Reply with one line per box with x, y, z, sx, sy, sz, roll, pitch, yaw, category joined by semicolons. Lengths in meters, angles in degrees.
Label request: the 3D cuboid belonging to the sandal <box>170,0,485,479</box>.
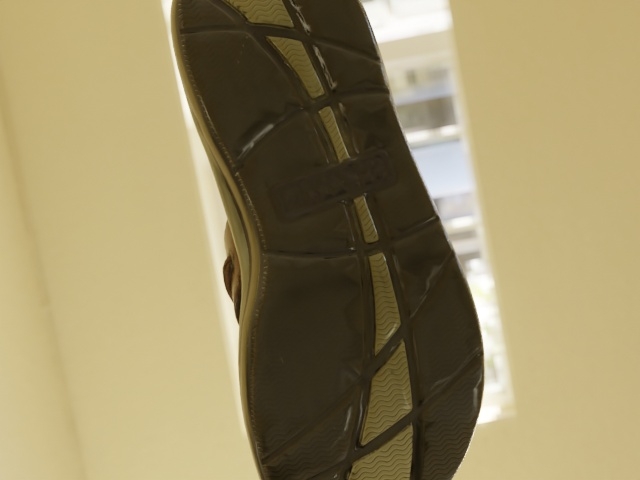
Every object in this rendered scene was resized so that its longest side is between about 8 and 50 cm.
0.001;-0.002;0.866;0.120;0.303;0.086;-11;-3;-12;sandal
